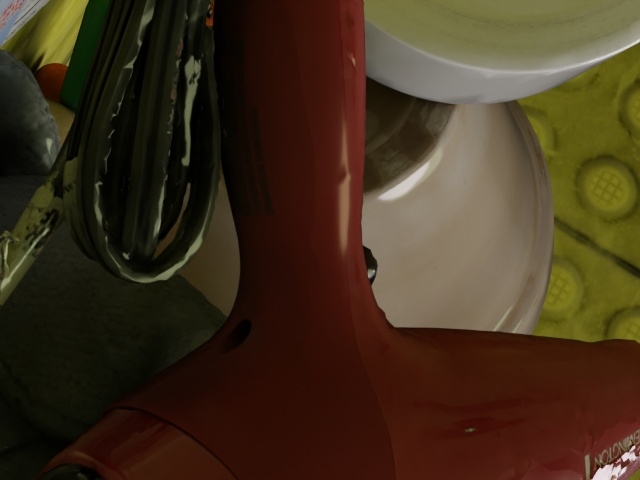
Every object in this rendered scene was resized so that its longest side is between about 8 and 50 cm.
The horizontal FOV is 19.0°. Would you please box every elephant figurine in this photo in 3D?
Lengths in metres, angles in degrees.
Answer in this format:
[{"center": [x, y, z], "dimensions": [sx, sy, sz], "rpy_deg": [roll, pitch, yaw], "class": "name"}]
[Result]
[{"center": [-0.131, 0.095, 0.523], "dimensions": [0.239, 0.186, 0.169], "rpy_deg": [-28, 132, -23], "class": "elephant figurine"}]

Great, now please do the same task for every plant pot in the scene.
[{"center": [0.000, -0.053, 1.249], "dimensions": [0.323, 0.323, 0.280], "rpy_deg": [-59, 166, -19], "class": "plant pot"}]

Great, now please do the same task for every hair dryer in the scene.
[{"center": [0.000, 0.000, 0.435], "dimensions": [0.080, 0.293, 0.223], "rpy_deg": [25, -102, 46], "class": "hair dryer"}]

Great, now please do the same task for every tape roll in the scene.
[{"center": [0.092, -0.201, 1.025], "dimensions": [0.246, 0.246, 0.169], "rpy_deg": [-59, -177, -4], "class": "tape roll"}]

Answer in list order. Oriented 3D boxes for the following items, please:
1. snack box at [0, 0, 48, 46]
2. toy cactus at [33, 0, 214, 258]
[{"center": [-0.096, -0.069, 0.524], "dimensions": [0.064, 0.022, 0.178], "rpy_deg": [-56, -177, 31], "class": "snack box"}, {"center": [-0.089, -0.048, 0.721], "dimensions": [0.180, 0.112, 0.219], "rpy_deg": [-30, 160, -53], "class": "toy cactus"}]
